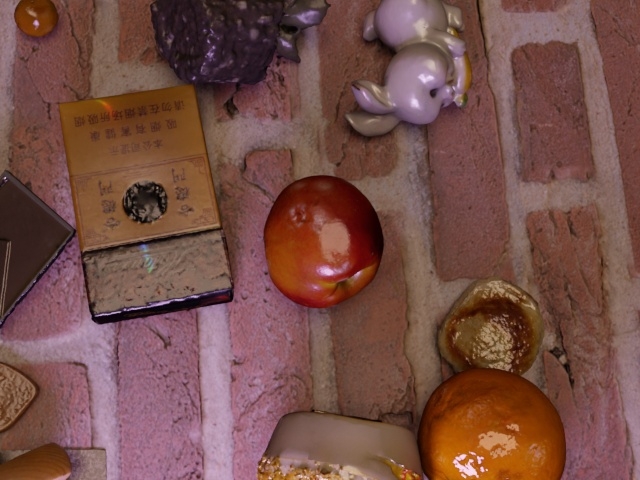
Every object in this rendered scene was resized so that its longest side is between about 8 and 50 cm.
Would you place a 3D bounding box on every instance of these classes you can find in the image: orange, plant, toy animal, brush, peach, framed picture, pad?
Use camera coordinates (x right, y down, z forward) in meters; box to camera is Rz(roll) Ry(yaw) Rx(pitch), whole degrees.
[{"bbox_3d":[-0.558,-0.442,1.700,0.085,0.085,0.085,1,76,-5],"label":"orange"},{"bbox_3d":[0.294,0.348,1.492,0.261,0.261,0.261,1,76,-5],"label":"orange"},{"bbox_3d":[-0.148,-0.427,1.660,0.312,0.215,0.213,-23,64,-36],"label":"plant"},{"bbox_3d":[0.179,-0.355,1.702,0.247,0.183,0.310,6,81,1],"label":"toy animal"},{"bbox_3d":[-0.564,0.398,1.447,0.266,0.174,0.166,-30,71,-20],"label":"brush"},{"bbox_3d":[0.000,0.000,1.584,0.243,0.199,0.244,-8,76,34],"label":"peach"},{"bbox_3d":[-0.588,0.030,1.564,0.192,0.018,0.265,39,88,15],"label":"framed picture"},{"bbox_3d":[-0.497,0.448,1.521,0.234,0.003,0.158,0,76,-5],"label":"pad"}]

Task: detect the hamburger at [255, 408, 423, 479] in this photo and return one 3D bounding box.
[{"bbox_3d":[0.038,0.397,1.448,0.294,0.276,0.179,9,64,2],"label":"hamburger"}]

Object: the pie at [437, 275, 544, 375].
[{"bbox_3d":[0.325,0.173,1.627,0.179,0.084,0.205,39,79,5],"label":"pie"}]

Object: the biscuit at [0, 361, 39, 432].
[{"bbox_3d":[-0.615,0.283,1.538,0.220,0.029,0.142,-19,80,-9],"label":"biscuit"}]

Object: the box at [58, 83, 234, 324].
[{"bbox_3d":[-0.320,-0.066,1.609,0.264,0.116,0.416,-9,76,-9],"label":"box"}]
